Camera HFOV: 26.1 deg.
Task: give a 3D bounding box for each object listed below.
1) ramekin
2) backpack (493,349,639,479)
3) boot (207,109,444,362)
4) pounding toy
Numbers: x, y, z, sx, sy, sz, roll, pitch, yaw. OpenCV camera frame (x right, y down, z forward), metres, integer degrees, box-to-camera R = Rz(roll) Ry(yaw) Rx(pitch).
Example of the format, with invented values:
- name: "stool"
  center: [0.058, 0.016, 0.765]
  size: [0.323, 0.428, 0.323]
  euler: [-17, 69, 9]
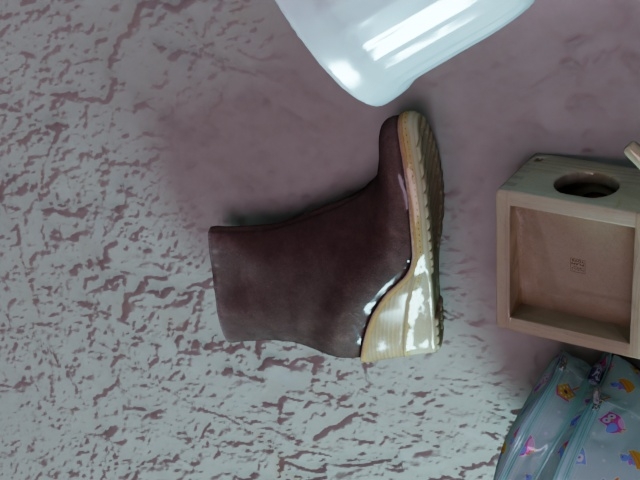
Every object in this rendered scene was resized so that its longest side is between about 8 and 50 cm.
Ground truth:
- name: "ramekin"
  center: [0.039, -0.244, 0.935]
  size: [0.135, 0.277, 0.277]
  euler: [-25, 110, 20]
- name: "backpack"
  center: [0.224, 0.197, 1.173]
  size: [0.144, 0.188, 0.166]
  euler: [22, 123, 4]
- name: "boot"
  center: [0.000, 0.000, 1.186]
  size: [0.206, 0.090, 0.248]
  euler: [4, 123, 12]
- name: "pounding toy"
  center: [0.250, -0.009, 1.086]
  size: [0.206, 0.094, 0.181]
  euler: [11, 120, 28]
